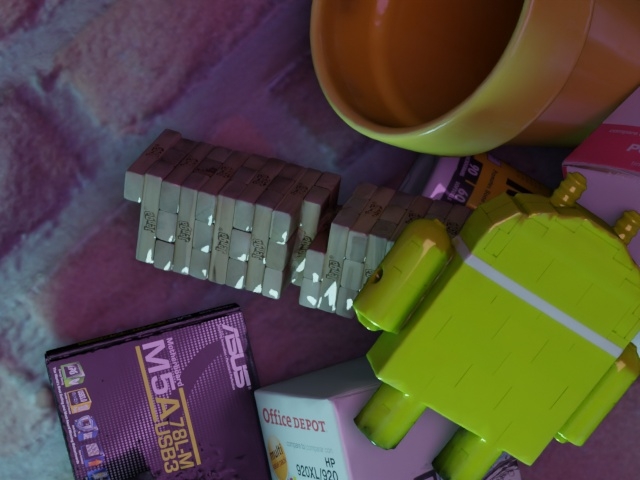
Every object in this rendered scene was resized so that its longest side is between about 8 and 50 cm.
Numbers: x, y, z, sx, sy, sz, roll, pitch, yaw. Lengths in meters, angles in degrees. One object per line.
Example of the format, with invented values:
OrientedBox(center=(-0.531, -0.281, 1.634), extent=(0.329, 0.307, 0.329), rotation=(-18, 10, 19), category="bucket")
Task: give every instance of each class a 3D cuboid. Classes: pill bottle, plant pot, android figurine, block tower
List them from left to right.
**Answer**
OrientedBox(center=(0.000, 0.000, 1.595), extent=(0.335, 0.091, 0.097), rotation=(16, 121, 12), category="block tower")
OrientedBox(center=(0.160, -0.182, 1.591), extent=(0.239, 0.254, 0.254), rotation=(16, 90, -44), category="plant pot")
OrientedBox(center=(0.153, 0.071, 1.490), extent=(0.248, 0.056, 0.273), rotation=(29, 103, -22), category="android figurine")
OrientedBox(center=(0.173, 0.000, 1.678), extent=(0.208, 0.119, 0.119), rotation=(29, 88, -10), category="pill bottle")

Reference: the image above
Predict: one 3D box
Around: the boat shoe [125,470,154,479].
OrientedBox(center=(-0.109, 0.339, 1.640), extent=(0.105, 0.113, 0.306), rotation=(-31, 104, -7), category="boat shoe")

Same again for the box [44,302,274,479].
OrientedBox(center=(-0.139, 0.170, 1.670), extent=(0.184, 0.045, 0.191), rotation=(-13, 96, -7), category="box")

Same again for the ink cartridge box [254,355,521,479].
OrientedBox(center=(0.067, 0.224, 1.627), extent=(0.168, 0.171, 0.233), rotation=(-13, 94, -25), category="ink cartridge box")

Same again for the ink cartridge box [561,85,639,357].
OrientedBox(center=(0.344, -0.049, 1.612), extent=(0.283, 0.117, 0.207), rotation=(-42, 130, -35), category="ink cartridge box")
